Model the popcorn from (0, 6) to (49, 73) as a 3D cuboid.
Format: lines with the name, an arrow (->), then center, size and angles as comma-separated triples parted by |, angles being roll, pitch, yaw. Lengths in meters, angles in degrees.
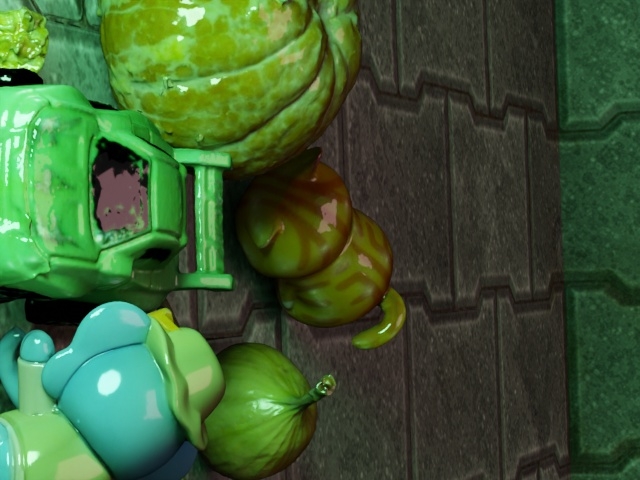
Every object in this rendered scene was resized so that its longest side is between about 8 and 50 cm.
popcorn -> -0.283, -0.179, 1.755 | 0.068, 0.059, 0.083 | 59, 44, -51

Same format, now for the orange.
orange -> -0.092, -0.225, 1.994 | 0.329, 0.249, 0.329 | 20, 67, -59

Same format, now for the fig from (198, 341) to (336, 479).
fig -> -0.069, 0.187, 2.110 | 0.231, 0.143, 0.160 | 120, -21, -76

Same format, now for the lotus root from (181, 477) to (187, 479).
lotus root -> -0.151, 0.337, 2.019 | 0.204, 0.077, 0.183 | 62, 32, -46

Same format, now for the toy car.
toy car -> -0.207, -0.033, 1.753 | 0.358, 0.176, 0.214 | 33, 56, -75

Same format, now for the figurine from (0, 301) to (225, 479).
figurine -> -0.211, 0.154, 1.689 | 0.154, 0.262, 0.180 | -17, -93, 67

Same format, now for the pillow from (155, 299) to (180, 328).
pillow -> -0.184, 0.163, 1.998 | 0.203, 0.038, 0.113 | -63, 145, -50

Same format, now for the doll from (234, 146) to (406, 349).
doll -> -0.009, 0.003, 2.312 | 0.269, 0.162, 0.167 | 43, 62, -47
